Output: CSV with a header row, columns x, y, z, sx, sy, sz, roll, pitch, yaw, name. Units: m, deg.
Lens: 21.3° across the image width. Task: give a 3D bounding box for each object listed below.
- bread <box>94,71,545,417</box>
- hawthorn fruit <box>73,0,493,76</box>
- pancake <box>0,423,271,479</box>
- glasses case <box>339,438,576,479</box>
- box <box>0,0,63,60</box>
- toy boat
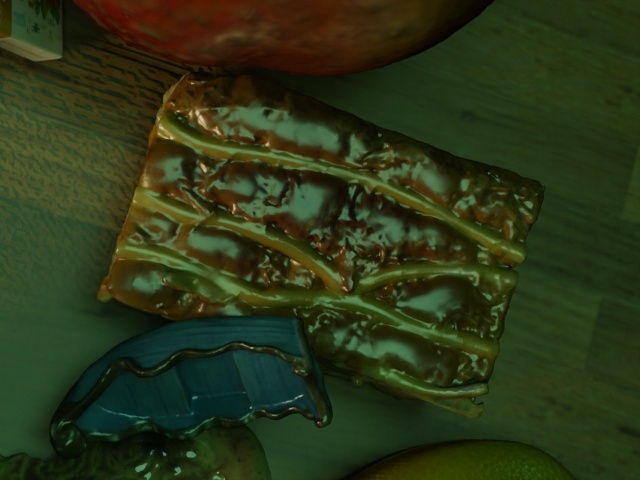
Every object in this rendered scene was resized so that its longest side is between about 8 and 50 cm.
x,y,z,sx,sy,sz,roll,pitch,yaw,name
0.000,0.000,1.191,0.274,0.114,0.185,19,78,-9,bread
-0.015,-0.304,1.072,0.402,0.403,0.403,2,82,-14,hawthorn fruit
-0.140,0.185,1.119,0.235,0.029,0.212,-31,52,-22,pancake
0.023,0.267,1.145,0.371,0.141,0.173,-39,92,-16,glasses case
-0.219,-0.242,1.166,0.032,0.122,0.220,-5,83,19,box
-0.086,0.102,1.114,0.185,0.075,0.077,-5,40,12,toy boat
